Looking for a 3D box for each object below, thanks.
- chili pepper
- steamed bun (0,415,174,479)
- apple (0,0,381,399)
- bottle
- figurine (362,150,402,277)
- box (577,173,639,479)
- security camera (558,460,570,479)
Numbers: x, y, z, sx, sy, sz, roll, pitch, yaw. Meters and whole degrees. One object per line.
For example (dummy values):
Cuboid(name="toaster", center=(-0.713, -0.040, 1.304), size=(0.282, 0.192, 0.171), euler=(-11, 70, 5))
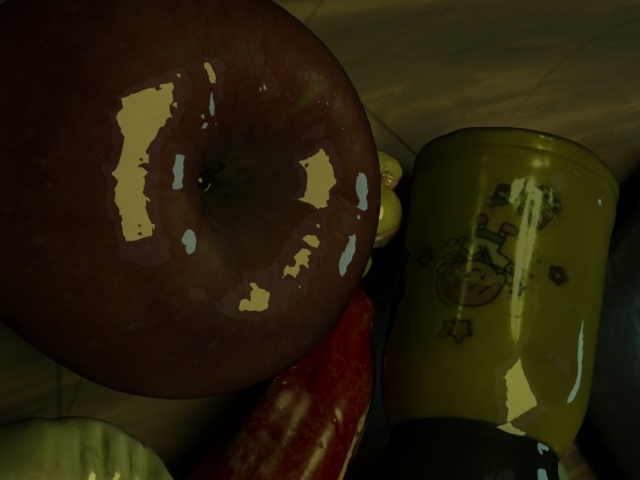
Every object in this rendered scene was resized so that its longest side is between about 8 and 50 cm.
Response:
Cuboid(name="chili pepper", center=(-0.013, 0.155, 1.114), size=(0.144, 0.136, 0.253), euler=(48, 56, -27))
Cuboid(name="steamed bun", center=(-0.183, 0.305, 0.928), size=(0.394, 0.237, 0.347), euler=(21, 53, -3))
Cuboid(name="apple", center=(-0.114, -0.039, 0.972), size=(0.305, 0.235, 0.306), euler=(-3, 95, -36))
Cuboid(name="bottle", center=(0.128, 0.097, 1.138), size=(0.171, 0.171, 0.351), euler=(29, 61, -32))
Cuboid(name="figurine", center=(0.000, 0.000, 1.147), size=(0.187, 0.083, 0.083), euler=(-35, 110, -28))
Cuboid(name="box", center=(0.338, 0.097, 1.388), size=(0.289, 0.073, 0.290), euler=(-47, 116, -25))
Cuboid(name="security camera", center=(0.173, 0.301, 1.274), size=(0.157, 0.080, 0.301), euler=(-33, 120, -17))
